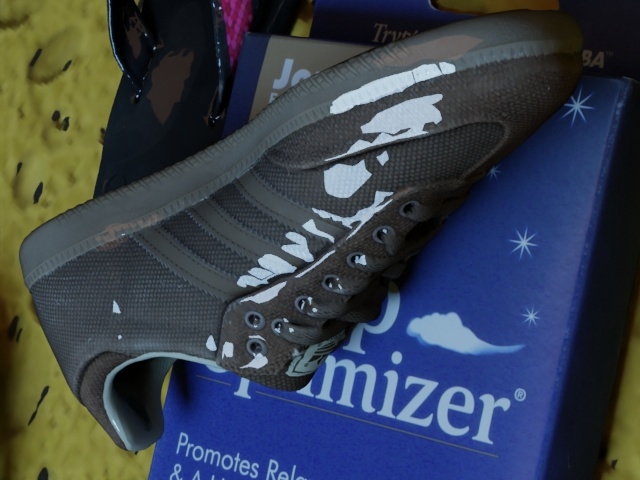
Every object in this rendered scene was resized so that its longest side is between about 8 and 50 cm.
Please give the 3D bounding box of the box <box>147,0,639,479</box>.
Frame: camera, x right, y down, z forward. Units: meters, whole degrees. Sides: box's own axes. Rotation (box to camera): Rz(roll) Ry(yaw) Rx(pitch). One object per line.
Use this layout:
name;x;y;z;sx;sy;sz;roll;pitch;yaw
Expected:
box;0.022;0.021;0.547;0.136;0.036;0.225;11;87;38

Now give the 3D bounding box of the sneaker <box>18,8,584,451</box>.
sneaker;0.000;0.000;0.515;0.188;0.066;0.071;-25;83;36

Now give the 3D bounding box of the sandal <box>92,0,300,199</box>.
sandal;-0.042;-0.073;0.606;0.067;0.040;0.179;13;90;38
